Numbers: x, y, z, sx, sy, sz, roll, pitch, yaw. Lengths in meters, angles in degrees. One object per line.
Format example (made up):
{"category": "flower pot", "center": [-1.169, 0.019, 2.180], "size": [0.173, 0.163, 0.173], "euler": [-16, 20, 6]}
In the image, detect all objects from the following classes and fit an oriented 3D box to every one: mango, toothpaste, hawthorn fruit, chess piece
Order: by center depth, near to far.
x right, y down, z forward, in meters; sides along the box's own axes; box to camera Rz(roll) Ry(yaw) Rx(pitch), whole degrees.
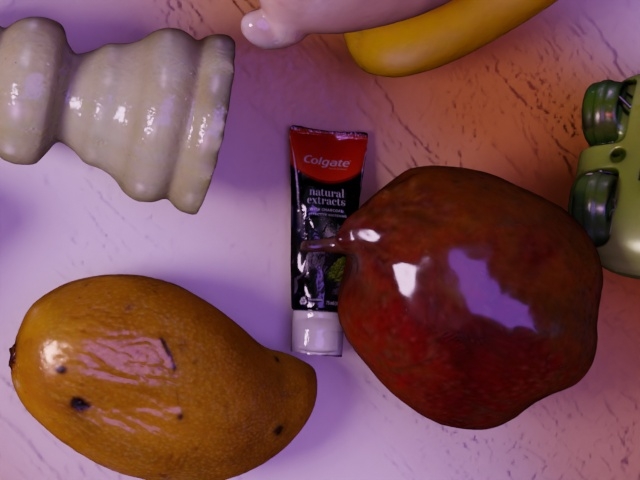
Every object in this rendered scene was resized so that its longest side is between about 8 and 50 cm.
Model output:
{"category": "chess piece", "center": [-0.203, -0.113, 1.074], "size": [0.251, 0.144, 0.144], "euler": [11, 91, -12]}
{"category": "mango", "center": [-0.120, 0.115, 1.125], "size": [0.262, 0.109, 0.157], "euler": [17, 85, -20]}
{"category": "hawthorn fruit", "center": [0.099, 0.040, 1.139], "size": [0.248, 0.208, 0.208], "euler": [23, 87, -26]}
{"category": "toothpaste", "center": [0.000, 0.000, 1.192], "size": [0.071, 0.045, 0.193], "euler": [6, 87, -18]}

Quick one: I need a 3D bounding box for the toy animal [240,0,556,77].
{"category": "toy animal", "center": [0.058, -0.280, 1.109], "size": [0.345, 0.277, 0.247], "euler": [-12, 69, -27]}

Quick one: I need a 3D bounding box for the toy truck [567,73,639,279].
{"category": "toy truck", "center": [0.309, -0.051, 1.229], "size": [0.210, 0.148, 0.187], "euler": [17, 77, -62]}
